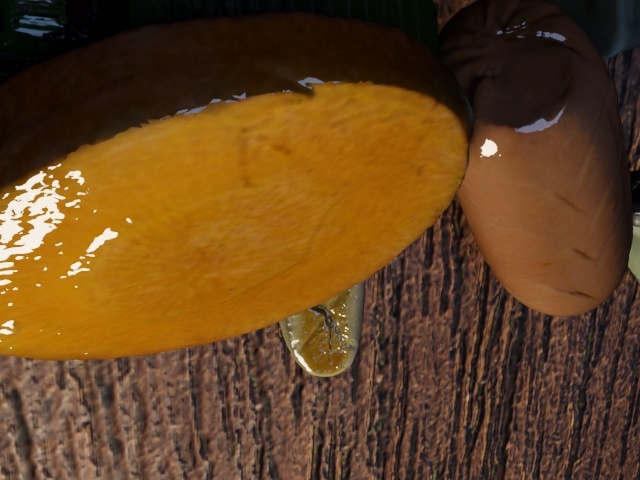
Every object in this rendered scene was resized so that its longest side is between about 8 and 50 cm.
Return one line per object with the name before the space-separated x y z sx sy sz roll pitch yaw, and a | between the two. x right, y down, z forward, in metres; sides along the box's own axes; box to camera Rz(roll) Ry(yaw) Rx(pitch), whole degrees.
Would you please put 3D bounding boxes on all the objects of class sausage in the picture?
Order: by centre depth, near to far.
sausage | 0.153 -0.047 0.639 0.121 0.121 0.304 -42 147 -2

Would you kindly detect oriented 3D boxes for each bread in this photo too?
bread | 0.000 0.000 0.671 0.073 0.053 0.214 -2 113 -11

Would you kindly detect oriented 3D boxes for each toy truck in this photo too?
toy truck | -0.070 -0.116 0.517 0.259 0.121 0.088 2 78 -28

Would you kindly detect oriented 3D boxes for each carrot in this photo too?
carrot | -0.066 -0.028 0.507 0.307 0.100 0.258 -22 157 13

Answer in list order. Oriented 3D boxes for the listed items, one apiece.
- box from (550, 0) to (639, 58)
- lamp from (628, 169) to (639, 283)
box | 0.278 -0.331 0.568 0.344 0.177 0.352 -22 125 -12
lamp | 0.334 0.013 0.828 0.101 0.101 0.250 -48 130 2
